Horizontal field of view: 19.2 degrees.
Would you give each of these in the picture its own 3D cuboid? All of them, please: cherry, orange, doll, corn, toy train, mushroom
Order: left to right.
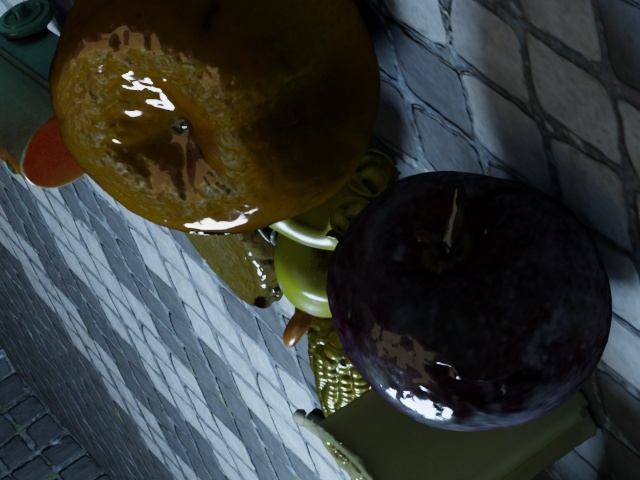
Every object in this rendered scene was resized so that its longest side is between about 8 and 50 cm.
[{"bbox_3d":[-0.306,-0.153,2.018,0.285,0.177,0.116,36,156,46],"label":"toy train"},{"bbox_3d":[-0.065,-0.126,1.371,0.249,0.183,0.249,13,136,13],"label":"orange"},{"bbox_3d":[0.000,0.000,1.559,0.135,0.143,0.221,17,158,3],"label":"doll"},{"bbox_3d":[0.036,0.257,2.125,0.187,0.060,0.061,52,172,28],"label":"mushroom"},{"bbox_3d":[0.043,0.135,1.764,0.101,0.101,0.310,45,160,28],"label":"corn"},{"bbox_3d":[0.105,0.043,1.265,0.195,0.195,0.195,48,163,20],"label":"cherry"}]

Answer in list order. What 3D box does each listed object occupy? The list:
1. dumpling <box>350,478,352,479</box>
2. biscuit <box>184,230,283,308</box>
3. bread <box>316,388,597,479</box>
[{"bbox_3d":[0.122,0.267,1.696,0.229,0.151,0.124,27,128,6],"label":"dumpling"},{"bbox_3d":[-0.105,-0.023,1.959,0.226,0.042,0.226,50,165,19],"label":"biscuit"},{"bbox_3d":[0.104,0.144,1.463,0.139,0.178,0.060,46,158,25],"label":"bread"}]
